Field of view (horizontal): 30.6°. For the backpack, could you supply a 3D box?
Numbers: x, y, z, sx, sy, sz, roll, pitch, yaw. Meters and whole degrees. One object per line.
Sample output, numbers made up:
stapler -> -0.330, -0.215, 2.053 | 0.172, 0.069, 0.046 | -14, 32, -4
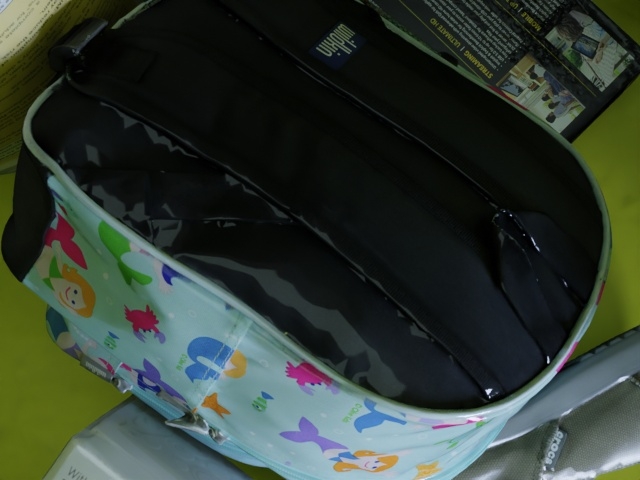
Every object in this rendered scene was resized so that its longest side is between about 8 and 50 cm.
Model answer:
backpack -> 0.000, 0.000, 0.564 | 0.254, 0.191, 0.225 | 30, 50, 8

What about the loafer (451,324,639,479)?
loafer -> 0.104, 0.131, 0.621 | 0.251, 0.094, 0.087 | -29, 80, -2

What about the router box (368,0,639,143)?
router box -> 0.078, -0.116, 0.674 | 0.133, 0.046, 0.179 | -44, 84, -3

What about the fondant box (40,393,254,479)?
fondant box -> -0.100, 0.279, 0.570 | 0.238, 0.096, 0.330 | 37, 102, 5

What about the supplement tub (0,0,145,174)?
supplement tub -> -0.207, -0.156, 0.541 | 0.241, 0.331, 0.241 | 0, 83, 1
